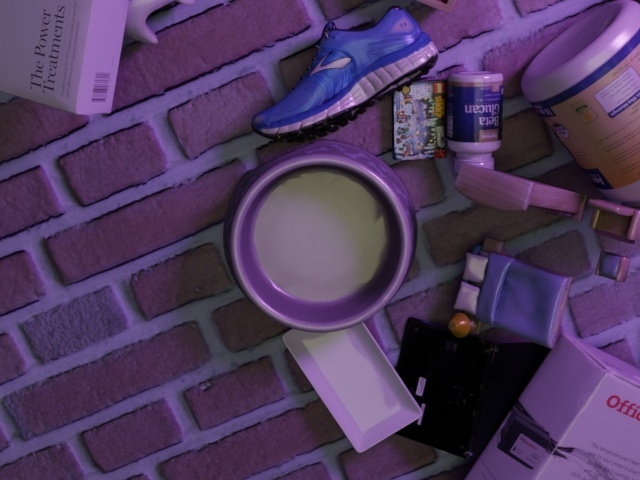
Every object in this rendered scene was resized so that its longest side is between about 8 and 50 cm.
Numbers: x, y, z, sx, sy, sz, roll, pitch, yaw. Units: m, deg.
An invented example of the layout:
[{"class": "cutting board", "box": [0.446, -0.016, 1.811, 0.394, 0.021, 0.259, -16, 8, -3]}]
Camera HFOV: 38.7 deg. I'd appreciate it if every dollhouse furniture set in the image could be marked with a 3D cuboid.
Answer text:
[{"class": "dollhouse furniture set", "box": [0.337, 0.056, 1.499, 0.198, 0.286, 0.303, 4, 103, -47]}]

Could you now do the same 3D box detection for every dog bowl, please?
[{"class": "dog bowl", "box": [0.000, 0.000, 1.578, 0.349, 0.102, 0.348, 0, 100, -1]}]

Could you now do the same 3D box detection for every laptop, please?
[{"class": "laptop", "box": [0.283, 0.275, 1.725, 0.264, 0.136, 0.234, 16, 104, 20]}]

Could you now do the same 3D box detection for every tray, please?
[{"class": "tray", "box": [0.059, 0.247, 1.685, 0.145, 0.030, 0.270, -32, 98, 6]}]

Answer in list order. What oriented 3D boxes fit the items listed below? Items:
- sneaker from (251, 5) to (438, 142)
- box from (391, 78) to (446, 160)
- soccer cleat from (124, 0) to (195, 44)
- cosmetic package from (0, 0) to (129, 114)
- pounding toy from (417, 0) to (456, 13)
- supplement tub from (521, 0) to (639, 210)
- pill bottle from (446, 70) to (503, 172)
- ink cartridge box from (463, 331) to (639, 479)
[{"class": "sneaker", "box": [0.025, -0.276, 1.525, 0.330, 0.130, 0.147, -29, 84, 9]}, {"class": "box", "box": [0.171, -0.209, 1.584, 0.094, 0.027, 0.137, -4, 105, -3]}, {"class": "soccer cleat", "box": [-0.233, -0.466, 1.463, 0.143, 0.116, 0.331, 32, 107, -19]}, {"class": "cosmetic package", "box": [-0.435, -0.411, 1.413, 0.284, 0.097, 0.377, 18, 105, 22]}, {"class": "pounding toy", "box": [0.165, -0.500, 1.453, 0.181, 0.094, 0.206, 20, 121, -6]}, {"class": "supplement tub", "box": [0.506, -0.207, 1.496, 0.228, 0.228, 0.316, -40, 103, 7]}, {"class": "pill bottle", "box": [0.263, -0.201, 1.556, 0.094, 0.094, 0.169, -2, 105, -2]}, {"class": "ink cartridge box", "box": [0.473, 0.404, 1.660, 0.285, 0.166, 0.395, 26, 102, -24]}]
